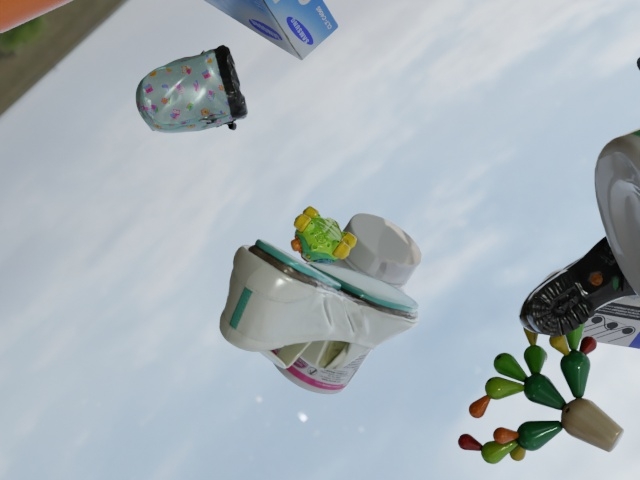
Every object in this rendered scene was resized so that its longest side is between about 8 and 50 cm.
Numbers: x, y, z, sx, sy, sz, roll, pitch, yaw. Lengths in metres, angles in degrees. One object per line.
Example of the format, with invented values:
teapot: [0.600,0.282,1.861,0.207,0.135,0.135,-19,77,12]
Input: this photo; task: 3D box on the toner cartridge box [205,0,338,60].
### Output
toner cartridge box: [-0.126,-0.384,1.805,0.075,0.165,0.348,-44,-139,-7]

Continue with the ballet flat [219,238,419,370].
ballet flat: [-0.008,0.089,1.518,0.139,0.139,0.400,-39,159,14]

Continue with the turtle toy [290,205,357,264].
turtle toy: [0.000,0.000,1.940,0.066,0.095,0.130,-56,178,20]

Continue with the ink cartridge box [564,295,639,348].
ink cartridge box: [0.472,0.116,1.953,0.097,0.207,0.046,112,-18,-45]

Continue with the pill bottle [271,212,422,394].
pill bottle: [0.041,0.104,2.137,0.283,0.160,0.160,-58,-175,27]

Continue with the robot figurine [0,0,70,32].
robot figurine: [-0.304,-0.297,1.335,0.219,0.158,0.128,-22,-119,12]

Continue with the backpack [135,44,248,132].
backpack: [-0.228,-0.255,2.223,0.182,0.152,0.115,-16,175,-6]

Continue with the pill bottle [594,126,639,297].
pill bottle: [0.486,-0.069,1.327,0.361,0.204,0.204,-20,-169,-9]

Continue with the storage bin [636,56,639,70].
storage bin: [0.612,-0.289,2.072,0.084,0.122,0.180,-44,-171,-23]

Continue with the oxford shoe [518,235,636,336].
oxford shoe: [0.328,0.040,1.526,0.227,0.082,0.096,-24,179,-14]

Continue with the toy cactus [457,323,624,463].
toy cactus: [0.286,0.202,1.590,0.219,0.180,0.112,-52,153,-8]
